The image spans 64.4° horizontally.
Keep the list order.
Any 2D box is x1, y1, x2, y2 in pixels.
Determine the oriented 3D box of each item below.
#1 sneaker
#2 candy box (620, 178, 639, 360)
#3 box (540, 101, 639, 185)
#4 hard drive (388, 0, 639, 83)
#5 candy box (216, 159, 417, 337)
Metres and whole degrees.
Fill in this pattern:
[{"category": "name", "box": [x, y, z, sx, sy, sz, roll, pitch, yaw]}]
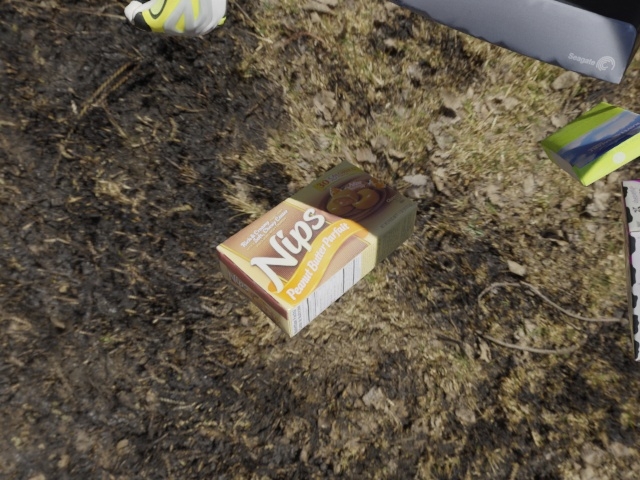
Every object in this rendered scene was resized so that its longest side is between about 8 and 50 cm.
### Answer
[{"category": "sneaker", "box": [-0.221, -0.477, 0.710, 0.145, 0.147, 0.385, 37, 139, 37]}, {"category": "candy box", "box": [0.500, 0.043, 0.765, 0.071, 0.159, 0.234, -5, 119, 29]}, {"category": "box", "box": [0.394, -0.139, 0.725, 0.109, 0.178, 0.042, -34, 105, 19]}, {"category": "hard drive", "box": [0.201, -0.259, 0.506, 0.254, 0.054, 0.172, 30, 60, 19]}, {"category": "candy box", "box": [0.000, 0.000, 0.898, 0.316, 0.088, 0.183, -38, 57, -26]}]
